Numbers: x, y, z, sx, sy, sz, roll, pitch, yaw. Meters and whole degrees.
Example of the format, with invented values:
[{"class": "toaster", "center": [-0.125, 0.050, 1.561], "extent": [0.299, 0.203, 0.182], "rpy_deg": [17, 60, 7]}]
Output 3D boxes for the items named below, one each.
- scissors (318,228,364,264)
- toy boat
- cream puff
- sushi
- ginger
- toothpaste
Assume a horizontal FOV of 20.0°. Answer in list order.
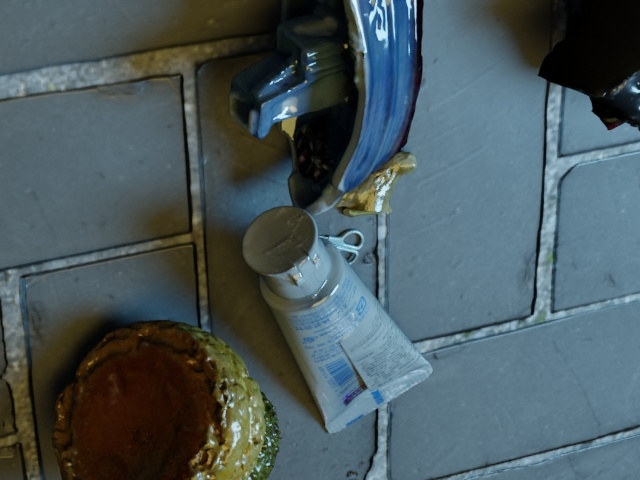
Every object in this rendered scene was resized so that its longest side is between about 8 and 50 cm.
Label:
[{"class": "scissors", "center": [0.000, 0.000, 1.576], "extent": [0.083, 0.006, 0.036], "rpy_deg": [15, 110, -29]}, {"class": "toy boat", "center": [-0.002, -0.142, 1.409], "extent": [0.142, 0.129, 0.309], "rpy_deg": [-21, 135, -27]}, {"class": "cream puff", "center": [-0.115, 0.168, 1.551], "extent": [0.183, 0.183, 0.169], "rpy_deg": [-48, 151, 9]}, {"class": "sushi", "center": [0.290, -0.166, 1.520], "extent": [0.172, 0.153, 0.150], "rpy_deg": [-62, 144, -8]}, {"class": "ginger", "center": [0.044, -0.038, 1.556], "extent": [0.097, 0.030, 0.048], "rpy_deg": [-28, 125, -4]}, {"class": "toothpaste", "center": [0.012, 0.074, 1.574], "extent": [0.114, 0.073, 0.299], "rpy_deg": [-33, 144, -2]}]
